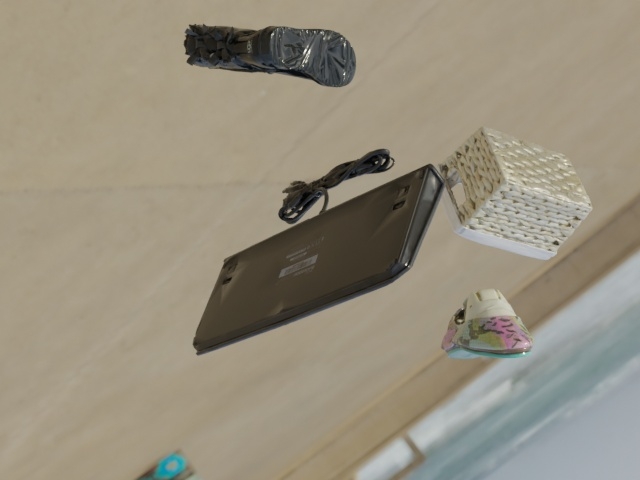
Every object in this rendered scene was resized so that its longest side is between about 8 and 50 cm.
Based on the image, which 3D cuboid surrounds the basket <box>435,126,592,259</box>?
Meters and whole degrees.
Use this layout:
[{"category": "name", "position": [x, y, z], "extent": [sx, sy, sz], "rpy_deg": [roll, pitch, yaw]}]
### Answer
[{"category": "basket", "position": [0.243, -0.060, 1.503], "extent": [0.167, 0.113, 0.103], "rpy_deg": [15, 131, -33]}]

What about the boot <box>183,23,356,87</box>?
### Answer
[{"category": "boot", "position": [-0.043, -0.151, 0.969], "extent": [0.099, 0.045, 0.121], "rpy_deg": [7, -178, 40]}]

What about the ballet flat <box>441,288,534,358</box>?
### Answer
[{"category": "ballet flat", "position": [0.185, 0.096, 1.368], "extent": [0.077, 0.079, 0.221], "rpy_deg": [1, 174, -7]}]

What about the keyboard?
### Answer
[{"category": "keyboard", "position": [0.000, 0.000, 1.135], "extent": [0.317, 0.033, 0.201], "rpy_deg": [-23, -141, 47]}]
